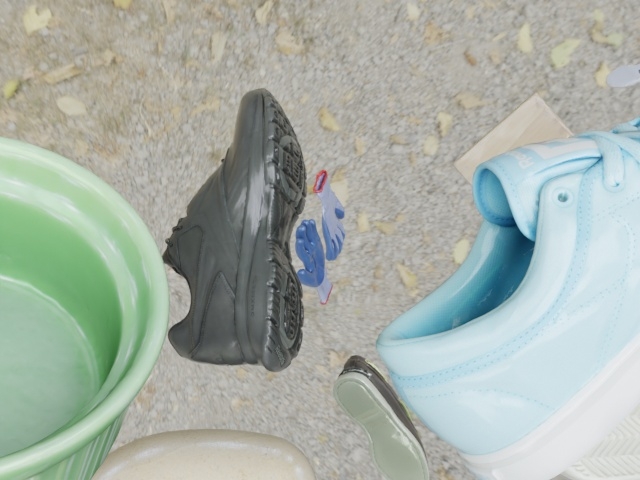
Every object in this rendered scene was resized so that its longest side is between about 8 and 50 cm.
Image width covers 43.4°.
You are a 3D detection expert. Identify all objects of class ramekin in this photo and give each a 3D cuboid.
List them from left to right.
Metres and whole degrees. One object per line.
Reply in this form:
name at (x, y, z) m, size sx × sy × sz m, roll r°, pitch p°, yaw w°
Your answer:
ramekin at (-0.271, 0.073, 0.581) m, size 0.303 × 0.148 × 0.304 m, roll 12°, pitch 43°, yaw -12°

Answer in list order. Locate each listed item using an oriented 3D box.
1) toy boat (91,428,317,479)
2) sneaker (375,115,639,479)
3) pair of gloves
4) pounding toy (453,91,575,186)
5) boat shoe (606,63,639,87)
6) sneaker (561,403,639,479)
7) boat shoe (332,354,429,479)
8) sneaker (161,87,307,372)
toy boat at (-0.126, 0.344, 0.767) m, size 0.267 × 0.148 × 0.319 m, roll 1°, pitch 68°, yaw -11°
sneaker at (0.180, -0.023, 0.487) m, size 0.150 × 0.135 × 0.366 m, roll 42°, pitch 86°, yaw -18°
pair of gloves at (0.000, 0.000, 1.239) m, size 0.023 × 0.159 × 0.198 m, roll 1°, pitch 45°, yaw 21°
pounding toy at (0.229, -0.093, 0.876) m, size 0.130 × 0.141 × 0.100 m, roll -41°, pitch 88°, yaw 15°
boat shoe at (0.514, -0.268, 1.296) m, size 0.100 × 0.035 × 0.035 m, roll -19°, pitch 70°, yaw 30°
sneaker at (0.421, 0.231, 0.932) m, size 0.349 × 0.148 × 0.131 m, roll 7°, pitch 77°, yaw 2°
boat shoe at (0.099, 0.269, 1.182) m, size 0.081 × 0.069 × 0.228 m, roll -22°, pitch 110°, yaw 24°
sneaker at (-0.084, -0.018, 0.756) m, size 0.130 × 0.109 × 0.287 m, roll -5°, pitch 62°, yaw 16°
